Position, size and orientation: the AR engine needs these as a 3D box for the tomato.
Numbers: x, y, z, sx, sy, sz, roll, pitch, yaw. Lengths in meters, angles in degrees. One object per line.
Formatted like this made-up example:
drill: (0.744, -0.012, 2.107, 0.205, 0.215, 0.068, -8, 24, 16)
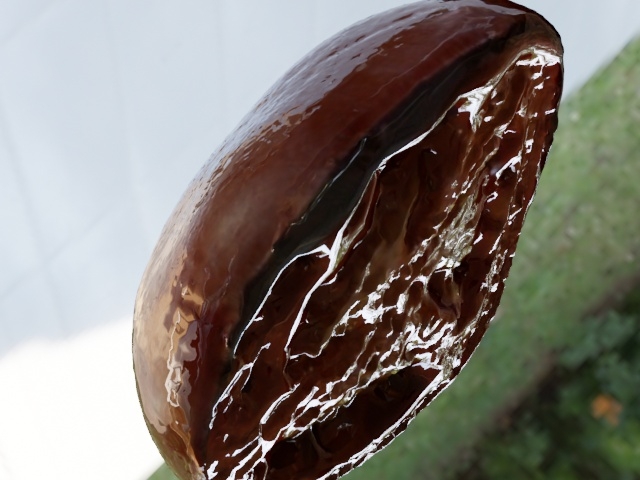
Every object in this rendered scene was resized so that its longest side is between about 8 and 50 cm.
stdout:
tomato: (-0.003, -0.003, 0.640, 0.174, 0.082, 0.166, -32, 144, -42)
